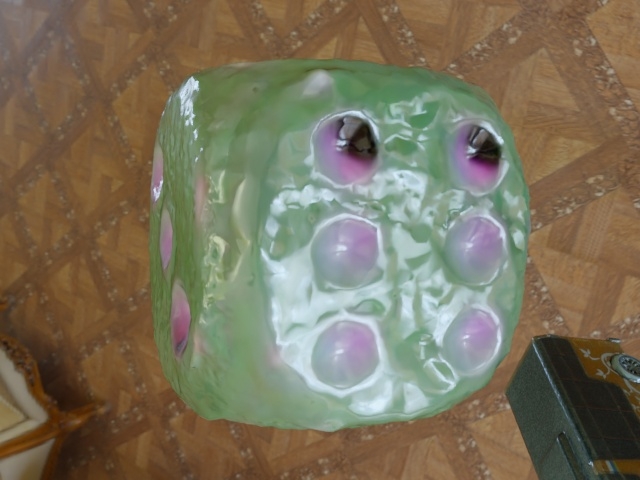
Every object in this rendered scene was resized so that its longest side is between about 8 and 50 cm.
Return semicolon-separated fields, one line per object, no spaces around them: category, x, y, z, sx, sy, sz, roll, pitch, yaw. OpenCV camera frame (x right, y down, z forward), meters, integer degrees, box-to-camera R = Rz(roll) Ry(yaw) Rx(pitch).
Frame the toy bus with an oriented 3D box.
toy bus;0.360;0.259;0.894;0.275;0.167;0.139;-99;20;-53

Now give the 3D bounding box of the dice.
dice;0.000;0.000;0.709;0.330;0.318;0.323;-170;80;-67
